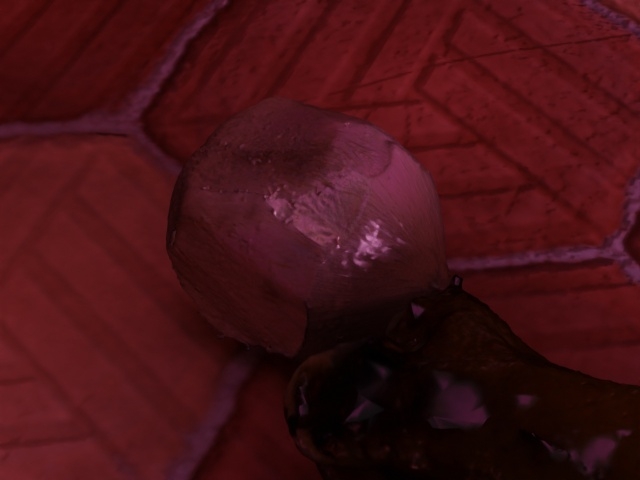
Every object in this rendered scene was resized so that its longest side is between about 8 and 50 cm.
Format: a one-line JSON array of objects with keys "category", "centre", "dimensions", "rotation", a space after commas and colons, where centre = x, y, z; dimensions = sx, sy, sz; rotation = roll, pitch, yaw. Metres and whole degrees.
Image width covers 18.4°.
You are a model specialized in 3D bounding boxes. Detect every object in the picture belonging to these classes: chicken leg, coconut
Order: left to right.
[{"category": "coconut", "centre": [0.000, 0.000, 0.845], "dimensions": [0.124, 0.110, 0.110], "rotation": [19, 45, 30]}, {"category": "chicken leg", "centre": [0.177, 0.091, 0.720], "dimensions": [0.361, 0.140, 0.211], "rotation": [36, 62, 28]}]
